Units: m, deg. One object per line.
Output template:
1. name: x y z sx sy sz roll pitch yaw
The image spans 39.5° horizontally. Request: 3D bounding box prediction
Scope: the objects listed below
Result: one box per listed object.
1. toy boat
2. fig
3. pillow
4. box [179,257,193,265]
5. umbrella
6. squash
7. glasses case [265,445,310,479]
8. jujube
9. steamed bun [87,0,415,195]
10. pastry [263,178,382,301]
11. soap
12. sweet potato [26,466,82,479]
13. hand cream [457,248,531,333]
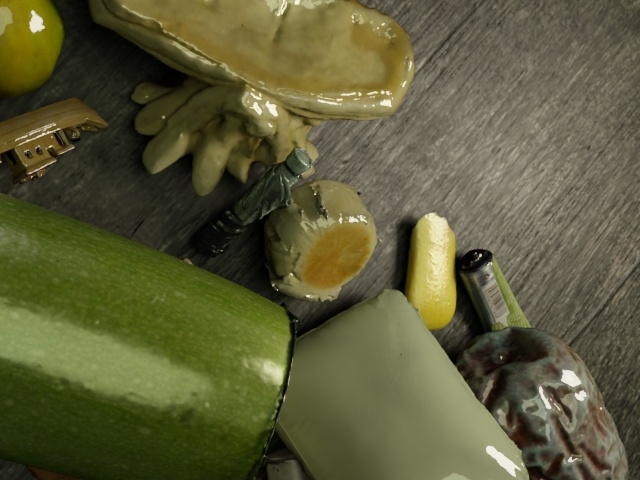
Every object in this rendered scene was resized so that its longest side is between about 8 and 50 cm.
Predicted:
1. toy boat: -0.329 -0.104 1.002 0.206 0.064 0.072 -32 100 -42
2. fig: -0.355 -0.232 0.981 0.136 0.120 0.153 -42 132 -24
3. pillow: 0.085 0.235 1.136 0.255 0.120 0.322 -28 66 -14
4. box: -0.199 0.073 1.116 0.115 0.025 0.048 -40 107 -18
5. umbrella: -0.080 -0.043 1.103 0.188 0.046 0.050 -40 111 22
6. squash: -0.234 0.123 0.956 0.384 0.263 0.263 22 83 -19
7. glasses case: -0.007 0.424 1.203 0.114 0.060 0.299 -10 96 -23
8. jujube: 0.308 0.278 1.271 0.226 0.226 0.317 -37 113 -20
9. steamed bun: -0.091 -0.193 1.094 0.428 0.189 0.247 8 65 -27
10. pastry: 0.000 0.000 1.154 0.166 0.088 0.166 -16 131 -20
11. soap: 0.162 0.045 1.284 0.089 0.033 0.168 6 89 -32
12. sweet potato: -0.323 0.247 1.043 0.281 0.067 0.059 43 53 -18
13. hand cream: 0.265 0.108 1.333 0.086 0.055 0.235 -39 117 -18
